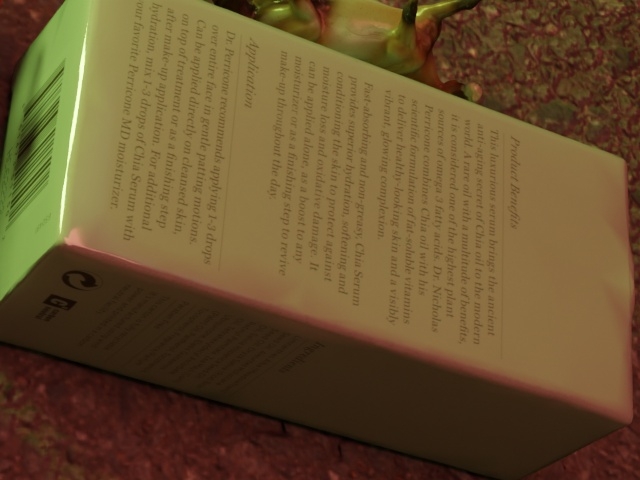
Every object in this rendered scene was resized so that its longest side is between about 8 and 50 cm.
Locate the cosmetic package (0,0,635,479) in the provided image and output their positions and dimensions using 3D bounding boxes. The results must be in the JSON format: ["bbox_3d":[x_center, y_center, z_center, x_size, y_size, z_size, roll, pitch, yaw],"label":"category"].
[{"bbox_3d":[0.000,0.000,1.390,0.453,0.161,0.230,18,58,-23],"label":"cosmetic package"}]

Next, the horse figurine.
[{"bbox_3d":[0.023,-0.178,1.516,0.263,0.174,0.066,12,63,-12],"label":"horse figurine"}]

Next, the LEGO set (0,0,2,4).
[{"bbox_3d":[-0.301,-0.202,1.306,0.182,0.060,0.244,22,48,-18],"label":"LEGO set"}]
